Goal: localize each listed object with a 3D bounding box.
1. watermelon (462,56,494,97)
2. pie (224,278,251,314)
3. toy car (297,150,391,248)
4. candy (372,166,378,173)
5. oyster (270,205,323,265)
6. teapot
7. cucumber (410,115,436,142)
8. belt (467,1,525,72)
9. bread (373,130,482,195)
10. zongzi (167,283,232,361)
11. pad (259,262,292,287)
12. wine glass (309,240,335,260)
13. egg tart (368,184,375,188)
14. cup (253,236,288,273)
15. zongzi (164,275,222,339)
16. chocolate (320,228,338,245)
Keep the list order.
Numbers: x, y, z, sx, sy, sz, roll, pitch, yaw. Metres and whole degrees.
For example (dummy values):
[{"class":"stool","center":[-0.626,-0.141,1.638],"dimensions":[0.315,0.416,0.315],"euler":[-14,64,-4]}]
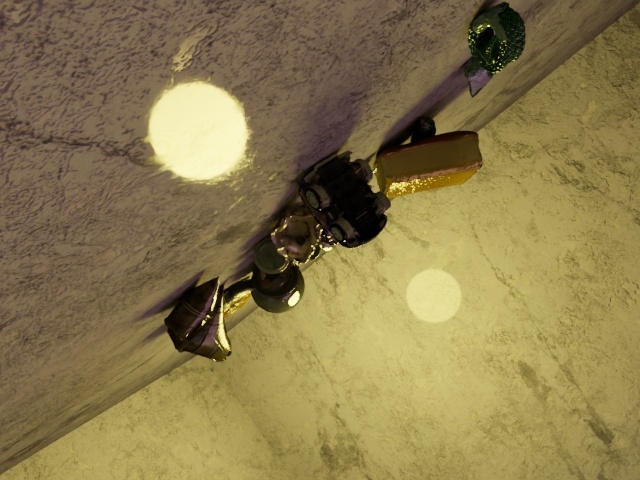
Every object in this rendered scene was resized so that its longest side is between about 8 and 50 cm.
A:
[{"class":"watermelon","center":[0.442,-0.492,1.460],"dimensions":[0.101,0.080,0.155],"euler":[19,135,-40]},{"class":"pie","center":[-0.401,0.275,2.258],"dimensions":[0.337,0.075,0.337],"euler":[-36,173,-5]},{"class":"toy car","center":[0.053,-0.095,1.365],"dimensions":[0.172,0.235,0.158],"euler":[-34,-174,-23]},{"class":"candy","center":[0.052,-0.137,1.770],"dimensions":[0.331,0.077,0.187],"euler":[-33,180,-19]},{"class":"oyster","center":[-0.060,-0.022,1.587],"dimensions":[0.341,0.166,0.110],"euler":[73,25,-65]},{"class":"teapot","center":[-0.211,0.149,2.075],"dimensions":[0.285,0.305,0.223],"euler":[99,-1,-72]},{"class":"cucumber","center":[0.349,-0.360,1.776],"dimensions":[0.077,0.077,0.265],"euler":[-37,175,1]},{"class":"belt","center":[0.366,-0.426,1.124],"dimensions":[0.079,0.121,0.151],"euler":[-34,169,-8]},{"class":"bread","center":[0.360,-0.253,1.807],"dimensions":[0.333,0.143,0.323],"euler":[-11,175,0]},{"class":"zongzi","center":[-0.397,0.322,2.061],"dimensions":[0.300,0.138,0.286],"euler":[-51,141,3]},{"class":"pad","center":[-0.129,0.044,1.847],"dimensions":[0.235,0.158,0.003],"euler":[-39,133,18]},{"class":"wine glass","center":[0.000,0.000,2.283],"dimensions":[0.126,0.126,0.241],"euler":[-41,175,30]},{"class":"egg tart","center":[0.130,-0.120,2.198],"dimensions":[0.291,0.107,0.291],"euler":[-37,175,-4]},{"class":"cup","center":[-0.156,0.045,1.762],"dimensions":[0.120,0.120,0.141],"euler":[-38,-177,5]},{"class":"zongzi","center":[-0.356,0.184,1.701],"dimensions":[0.241,0.111,0.248],"euler":[-45,178,12]},{"class":"chocolate","center":[0.036,-0.038,1.882],"dimensions":[0.156,0.133,0.156],"euler":[-25,-156,12]}]
